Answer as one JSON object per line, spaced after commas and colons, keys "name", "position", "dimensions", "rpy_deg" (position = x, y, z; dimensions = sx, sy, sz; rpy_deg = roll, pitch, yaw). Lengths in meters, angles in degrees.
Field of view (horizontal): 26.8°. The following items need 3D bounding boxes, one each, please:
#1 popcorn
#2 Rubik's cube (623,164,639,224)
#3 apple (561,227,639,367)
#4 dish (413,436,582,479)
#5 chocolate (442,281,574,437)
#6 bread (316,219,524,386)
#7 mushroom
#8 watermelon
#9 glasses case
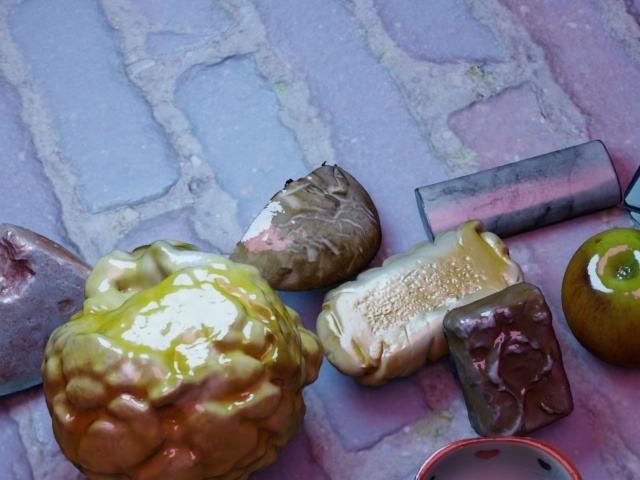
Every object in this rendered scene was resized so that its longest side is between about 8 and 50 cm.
{"name": "popcorn", "position": [-0.187, 0.187, 1.786], "dimensions": [0.344, 0.354, 0.390], "rpy_deg": [20, 42, 3]}
{"name": "Rubik's cube", "position": [0.618, -0.088, 1.922], "dimensions": [0.248, 0.250, 0.246], "rpy_deg": [-38, 74, -17]}
{"name": "apple", "position": [0.437, 0.076, 1.901], "dimensions": [0.196, 0.196, 0.196], "rpy_deg": [-1, 64, 3]}
{"name": "dish", "position": [0.236, 0.390, 1.789], "dimensions": [0.256, 0.117, 0.256], "rpy_deg": [-1, 64, 2]}
{"name": "chocolate", "position": [0.263, 0.177, 1.847], "dimensions": [0.148, 0.093, 0.214], "rpy_deg": [-21, 104, -6]}
{"name": "bread", "position": [0.142, 0.097, 1.936], "dimensions": [0.311, 0.121, 0.173], "rpy_deg": [-25, 65, -9]}
{"name": "mushroom", "position": [0.000, 0.000, 1.956], "dimensions": [0.151, 0.156, 0.285], "rpy_deg": [36, 45, 19]}
{"name": "watermelon", "position": [-0.457, 0.088, 1.935], "dimensions": [0.318, 0.226, 0.148], "rpy_deg": [-24, 37, -21]}
{"name": "glasses case", "position": [0.300, -0.069, 2.042], "dimensions": [0.299, 0.060, 0.114], "rpy_deg": [-15, 70, -4]}
